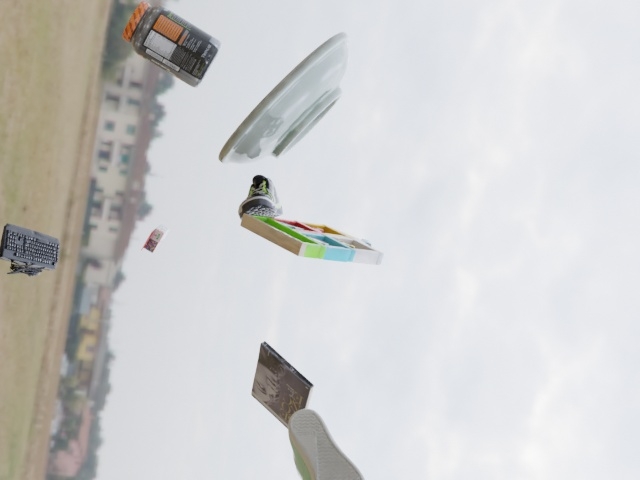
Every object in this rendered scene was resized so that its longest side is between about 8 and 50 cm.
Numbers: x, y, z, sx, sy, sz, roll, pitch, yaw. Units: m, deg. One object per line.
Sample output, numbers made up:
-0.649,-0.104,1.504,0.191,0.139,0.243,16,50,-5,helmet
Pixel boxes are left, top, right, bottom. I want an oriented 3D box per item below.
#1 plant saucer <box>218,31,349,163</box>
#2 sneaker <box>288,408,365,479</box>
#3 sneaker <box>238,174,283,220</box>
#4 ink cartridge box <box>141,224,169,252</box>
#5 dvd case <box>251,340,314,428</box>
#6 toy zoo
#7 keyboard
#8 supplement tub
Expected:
-0.055,-0.291,1.968,0.400,0.100,0.400,-45,-178,2,plant saucer
0.022,0.436,1.559,0.151,0.094,0.255,84,-18,-51,sneaker
-0.141,-0.097,1.949,0.235,0.084,0.097,20,55,-86,sneaker
-0.438,-0.002,2.335,0.062,0.029,0.115,-58,-177,10,ink cartridge box
-0.094,0.356,2.086,0.164,0.018,0.221,39,-38,22,dvd case
0.000,0.000,1.860,0.192,0.293,0.030,27,-77,42,toy zoo
-0.592,0.029,1.821,0.192,0.038,0.100,27,70,-70,keyboard
-0.315,-0.418,1.867,0.117,0.190,0.117,-57,-170,16,supplement tub
